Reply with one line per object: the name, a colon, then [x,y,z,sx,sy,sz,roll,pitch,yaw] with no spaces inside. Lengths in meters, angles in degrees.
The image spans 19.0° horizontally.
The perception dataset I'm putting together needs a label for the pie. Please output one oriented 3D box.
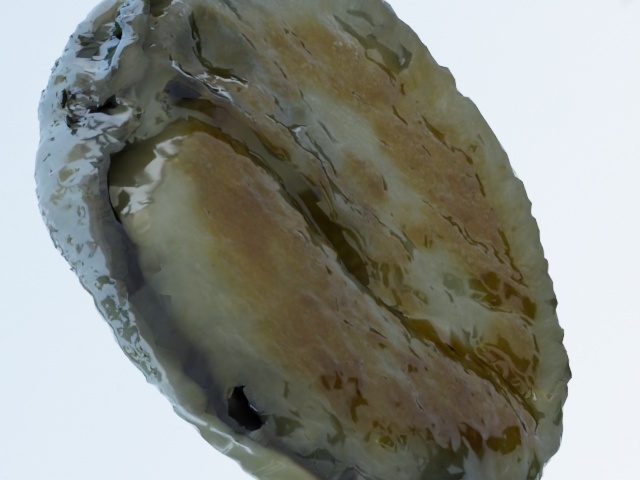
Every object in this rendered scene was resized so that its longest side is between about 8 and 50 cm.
pie: [0.000,0.000,0.939,0.339,0.077,0.339,29,-140,-28]
